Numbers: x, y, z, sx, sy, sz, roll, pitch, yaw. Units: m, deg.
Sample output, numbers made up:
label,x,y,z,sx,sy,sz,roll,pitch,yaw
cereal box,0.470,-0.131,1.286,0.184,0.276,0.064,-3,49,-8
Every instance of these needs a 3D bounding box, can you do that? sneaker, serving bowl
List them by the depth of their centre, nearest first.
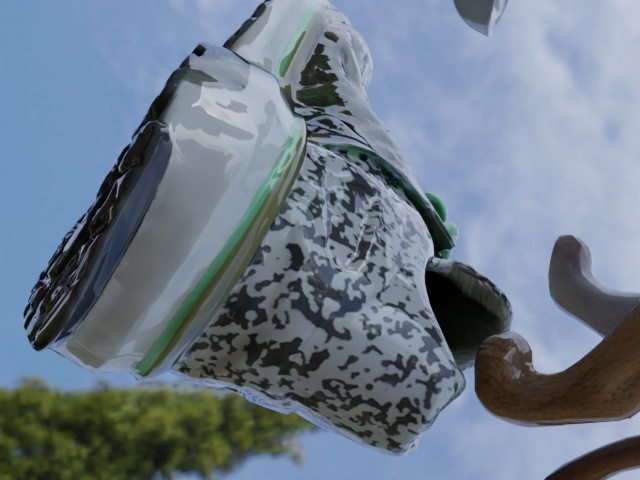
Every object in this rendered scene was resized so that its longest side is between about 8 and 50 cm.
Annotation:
label,x,y,z,sx,sy,sz,roll,pitch,yaw
serving bowl,0.076,-0.134,0.688,0.027,0.083,0.083,18,-64,8
sneaker,0.000,0.000,0.722,0.182,0.410,0.158,36,-72,-4

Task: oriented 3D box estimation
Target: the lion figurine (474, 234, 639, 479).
label,x,y,z,sx,sy,sz,roll,pitch,yaw
lion figurine,0.209,-0.058,0.635,0.240,0.142,0.392,3,-100,25
